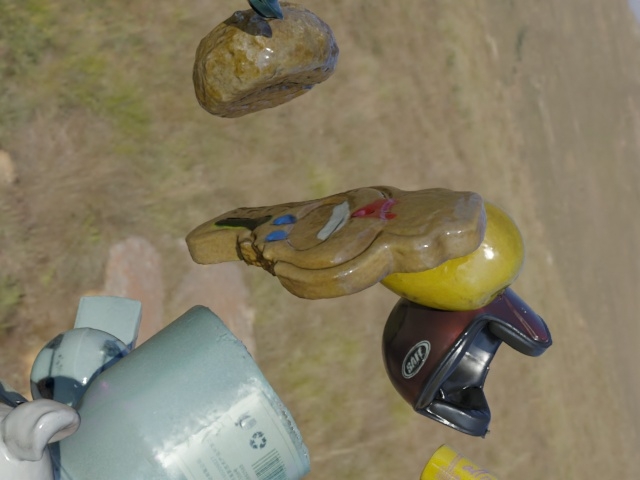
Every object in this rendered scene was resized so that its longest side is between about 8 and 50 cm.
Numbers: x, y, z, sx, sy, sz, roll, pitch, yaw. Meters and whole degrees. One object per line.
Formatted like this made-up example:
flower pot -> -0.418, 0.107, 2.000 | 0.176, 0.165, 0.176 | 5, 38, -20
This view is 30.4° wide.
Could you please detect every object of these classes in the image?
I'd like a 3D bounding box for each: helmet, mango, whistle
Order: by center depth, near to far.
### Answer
mango -> 0.142, 0.011, 1.378 | 0.098, 0.195, 0.137 | -1, 102, -74
helmet -> 0.178, 0.135, 1.504 | 0.193, 0.189, 0.216 | 44, 30, 22
whistle -> -0.326, 0.170, 1.663 | 0.163, 0.163, 0.289 | 60, 26, -47

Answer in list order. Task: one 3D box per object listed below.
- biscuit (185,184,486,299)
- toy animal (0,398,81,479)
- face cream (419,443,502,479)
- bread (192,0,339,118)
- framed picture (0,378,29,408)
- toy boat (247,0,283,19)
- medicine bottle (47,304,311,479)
biscuit -> 0.002, -0.005, 1.133 | 0.183, 0.320, 0.047 | -35, 118, -42
toy animal -> -0.341, 0.226, 1.091 | 0.154, 0.208, 0.325 | -86, -165, -52
face cream -> 0.281, 0.412, 1.776 | 0.078, 0.273, 0.078 | -48, 158, -26
bread -> -0.086, -0.266, 1.719 | 0.123, 0.230, 0.230 | 68, 16, 3
framed picture -> -0.482, 0.141, 1.386 | 0.240, 0.324, 0.020 | 47, 60, -32
toy boat -> -0.087, -0.341, 1.502 | 0.141, 0.060, 0.055 | 59, 21, -8
medicine bottle -> -0.193, 0.252, 1.376 | 0.245, 0.290, 0.245 | 51, -17, 21
